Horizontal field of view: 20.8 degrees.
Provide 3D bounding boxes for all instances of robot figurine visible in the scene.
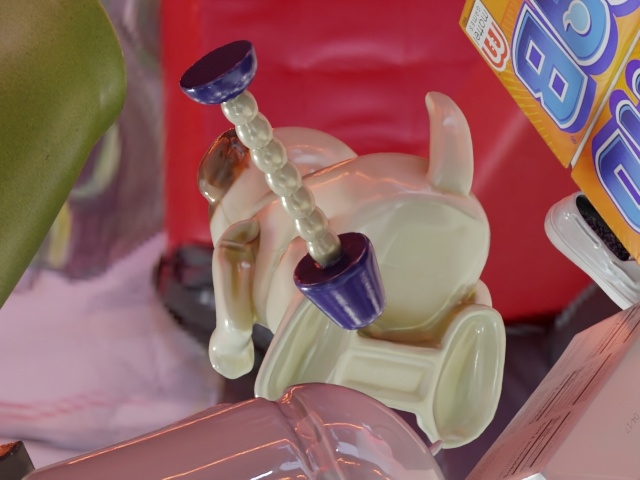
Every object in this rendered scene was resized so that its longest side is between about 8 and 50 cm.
[{"bbox_3d":[-0.061,0.211,1.114,0.300,0.354,0.199,-122,19,-50],"label":"robot figurine"}]

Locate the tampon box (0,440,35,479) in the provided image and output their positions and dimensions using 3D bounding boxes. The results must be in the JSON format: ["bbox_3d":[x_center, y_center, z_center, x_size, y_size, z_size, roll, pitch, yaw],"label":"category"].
[{"bbox_3d":[-0.286,0.230,1.264,0.101,0.161,0.120,67,-153,-13],"label":"tampon box"}]

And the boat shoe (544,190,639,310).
[{"bbox_3d":[0.305,0.017,1.693,0.066,0.184,0.063,-46,-2,-30],"label":"boat shoe"}]

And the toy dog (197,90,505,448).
[{"bbox_3d":[0.000,0.000,1.954,0.408,0.285,0.395,-144,59,-60],"label":"toy dog"}]

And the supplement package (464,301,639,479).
[{"bbox_3d":[0.270,0.209,1.506,0.262,0.204,0.145,-46,7,-39],"label":"supplement package"}]

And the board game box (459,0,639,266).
[{"bbox_3d":[0.385,-0.215,1.438,0.356,0.357,0.356,56,160,19],"label":"board game box"}]

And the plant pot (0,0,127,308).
[{"bbox_3d":[-0.342,-0.076,1.322,0.353,0.366,0.366,-51,-2,-34],"label":"plant pot"}]

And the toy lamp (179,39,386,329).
[{"bbox_3d":[-0.025,-0.040,1.491,0.274,0.080,0.080,59,177,-24],"label":"toy lamp"}]
